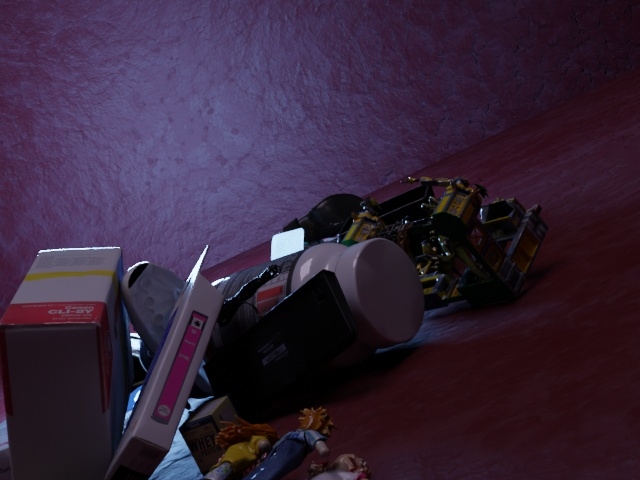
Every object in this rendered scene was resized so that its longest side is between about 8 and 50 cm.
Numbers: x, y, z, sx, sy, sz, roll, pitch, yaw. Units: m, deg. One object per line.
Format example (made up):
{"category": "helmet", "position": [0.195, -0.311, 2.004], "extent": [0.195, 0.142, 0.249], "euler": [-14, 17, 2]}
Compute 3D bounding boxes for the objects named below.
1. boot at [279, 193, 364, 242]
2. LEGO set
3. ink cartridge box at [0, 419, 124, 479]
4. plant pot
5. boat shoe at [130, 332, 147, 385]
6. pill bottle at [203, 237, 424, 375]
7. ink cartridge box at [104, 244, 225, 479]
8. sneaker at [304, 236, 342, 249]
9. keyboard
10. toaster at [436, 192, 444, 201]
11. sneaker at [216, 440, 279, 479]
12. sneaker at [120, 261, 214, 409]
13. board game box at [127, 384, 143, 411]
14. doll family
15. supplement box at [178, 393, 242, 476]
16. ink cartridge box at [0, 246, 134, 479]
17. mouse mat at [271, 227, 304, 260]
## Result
{"category": "boot", "position": [0.000, 0.000, 2.665], "extent": [0.263, 0.091, 0.229], "euler": [-26, -27, -10]}
{"category": "LEGO set", "position": [0.215, -0.019, 1.744], "extent": [0.331, 0.255, 0.192], "euler": [-28, 25, 53]}
{"category": "ink cartridge box", "position": [-0.532, 0.389, 1.915], "extent": [0.211, 0.121, 0.289], "euler": [-22, 8, 24]}
{"category": "plant pot", "position": [0.164, 0.007, 2.073], "extent": [0.187, 0.167, 0.188], "euler": [-24, 7, 13]}
{"category": "boat shoe", "position": [-0.436, 0.279, 2.395], "extent": [0.307, 0.110, 0.104], "euler": [-18, 10, 45]}
{"category": "pill bottle", "position": [-0.022, 0.122, 1.734], "extent": [0.363, 0.210, 0.210], "euler": [-19, 10, 40]}
{"category": "ink cartridge box", "position": [-0.231, 0.197, 1.625], "extent": [0.176, 0.069, 0.371], "euler": [126, 163, -48]}
{"category": "sneaker", "position": [0.019, 0.040, 2.460], "extent": [0.178, 0.123, 0.295], "euler": [-22, -1, -13]}
{"category": "keyboard", "position": [-0.079, 0.143, 1.626], "extent": [0.317, 0.201, 0.033], "euler": [-39, -24, 33]}
{"category": "toaster", "position": [0.207, -0.009, 2.249], "extent": [0.186, 0.110, 0.168], "euler": [-22, 8, 22]}
{"category": "sneaker", "position": [-0.092, 0.301, 1.403], "extent": [0.057, 0.047, 0.119], "euler": [-1, 25, 46]}
{"category": "sneaker", "position": [-0.301, 0.172, 1.909], "extent": [0.236, 0.323, 0.130], "euler": [-4, 43, 48]}
{"category": "board game box", "position": [-0.333, 0.315, 2.128], "extent": [0.169, 0.033, 0.133], "euler": [-30, 12, 9]}
{"category": "doll family", "position": [-0.060, 0.264, 1.235], "extent": [0.263, 0.118, 0.163], "euler": [-19, 10, 42]}
{"category": "supplement box", "position": [-0.153, 0.285, 1.528], "extent": [0.056, 0.083, 0.083], "euler": [-24, 7, 21]}
{"category": "ink cartridge box", "position": [-0.413, 0.195, 1.740], "extent": [0.160, 0.279, 0.384], "euler": [-3, 18, -5]}
{"category": "mouse mat", "position": [-0.081, 0.071, 2.462], "extent": [0.007, 0.189, 0.152], "euler": [8, -12, -32]}
